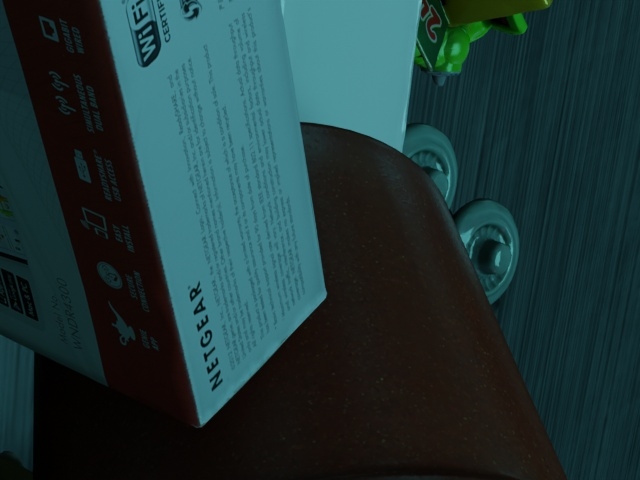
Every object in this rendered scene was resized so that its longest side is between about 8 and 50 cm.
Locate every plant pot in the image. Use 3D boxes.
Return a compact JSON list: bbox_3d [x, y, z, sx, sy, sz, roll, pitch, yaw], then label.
[{"bbox_3d":[-0.012,0.109,0.719,0.272,0.272,0.265,68,7,-52],"label":"plant pot"}]

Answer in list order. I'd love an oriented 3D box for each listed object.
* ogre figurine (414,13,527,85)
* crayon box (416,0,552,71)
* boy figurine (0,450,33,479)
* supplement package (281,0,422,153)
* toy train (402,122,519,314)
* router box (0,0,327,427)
[{"bbox_3d":[0.103,-0.203,1.284,0.118,0.097,0.197,54,45,-45],"label":"ogre figurine"},{"bbox_3d":[0.109,-0.289,1.128,0.202,0.081,0.318,58,39,-35],"label":"crayon box"},{"bbox_3d":[-0.155,0.159,0.805,0.092,0.285,0.177,-38,-165,11],"label":"boy figurine"},{"bbox_3d":[-0.069,-0.130,0.863,0.149,0.203,0.194,-27,128,-56],"label":"supplement package"},{"bbox_3d":[0.000,0.000,1.093,0.334,0.142,0.190,46,69,-42],"label":"toy train"},{"bbox_3d":[-0.157,-0.124,0.578,0.082,0.301,0.335,-46,143,-34],"label":"router box"}]
